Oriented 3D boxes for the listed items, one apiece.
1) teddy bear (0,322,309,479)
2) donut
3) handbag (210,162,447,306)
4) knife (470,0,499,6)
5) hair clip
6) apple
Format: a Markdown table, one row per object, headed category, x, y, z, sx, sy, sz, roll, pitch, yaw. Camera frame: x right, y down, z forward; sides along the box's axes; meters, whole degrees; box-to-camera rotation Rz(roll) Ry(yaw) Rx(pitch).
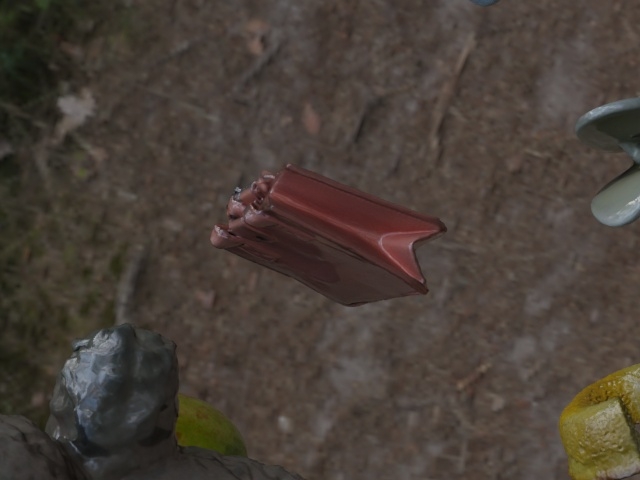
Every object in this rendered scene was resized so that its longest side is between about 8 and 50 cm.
| category | x | y | z | sx | sy | sz | roll | pitch | yaw |
| --- | --- | --- | --- | --- | --- | --- | --- | --- | --- |
| teddy bear | -0.099 | 0.148 | 0.591 | 0.151 | 0.267 | 0.236 | -2 | 71 | 44 |
| donut | 0.308 | 0.175 | 1.530 | 0.078 | 0.181 | 0.146 | 59 | 150 | -6 |
| handbag | 0.000 | 0.000 | 1.250 | 0.212 | 0.157 | 0.059 | 157 | 134 | -72 |
| knife | 0.176 | -0.362 | 1.941 | 0.080 | 0.044 | 0.331 | -57 | 22 | 10 |
| hair clip | 0.352 | -0.105 | 1.530 | 0.172 | 0.282 | 0.113 | -26 | 89 | 43 |
| apple | -0.171 | 0.257 | 1.674 | 0.196 | 0.196 | 0.196 | -18 | 65 | 45 |
